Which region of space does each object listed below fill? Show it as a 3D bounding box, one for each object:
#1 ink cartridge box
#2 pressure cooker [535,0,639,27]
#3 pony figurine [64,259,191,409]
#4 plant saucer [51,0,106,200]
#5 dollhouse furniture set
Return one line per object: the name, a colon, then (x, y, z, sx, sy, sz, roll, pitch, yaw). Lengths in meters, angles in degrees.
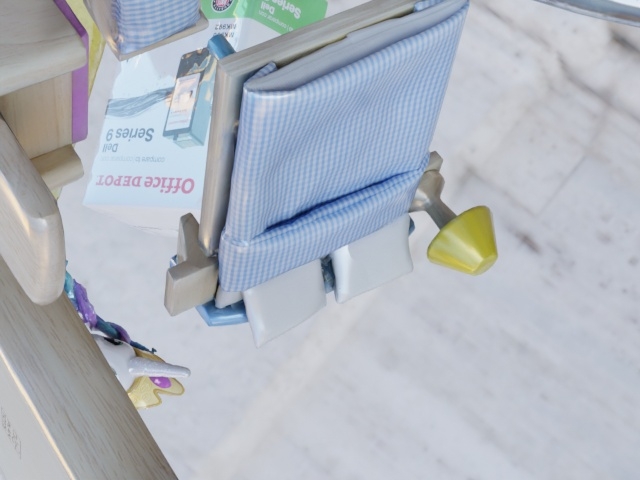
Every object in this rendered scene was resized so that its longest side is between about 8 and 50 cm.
ink cartridge box: (-0.132, -0.154, 1.611, 0.211, 0.289, 0.121, 3, 166, 41)
pressure cooker: (0.128, -0.284, 0.440, 0.370, 0.375, 0.420, 58, -175, -13)
pony figurine: (-0.350, 0.104, 1.352, 0.351, 0.303, 0.363, -17, 145, 30)
plant saucer: (-0.175, -0.242, 0.834, 0.081, 0.333, 0.333, 10, -151, -25)
dollhouse furniture set: (0.000, 0.000, 0.625, 0.198, 0.303, 0.286, 53, 152, 25)
